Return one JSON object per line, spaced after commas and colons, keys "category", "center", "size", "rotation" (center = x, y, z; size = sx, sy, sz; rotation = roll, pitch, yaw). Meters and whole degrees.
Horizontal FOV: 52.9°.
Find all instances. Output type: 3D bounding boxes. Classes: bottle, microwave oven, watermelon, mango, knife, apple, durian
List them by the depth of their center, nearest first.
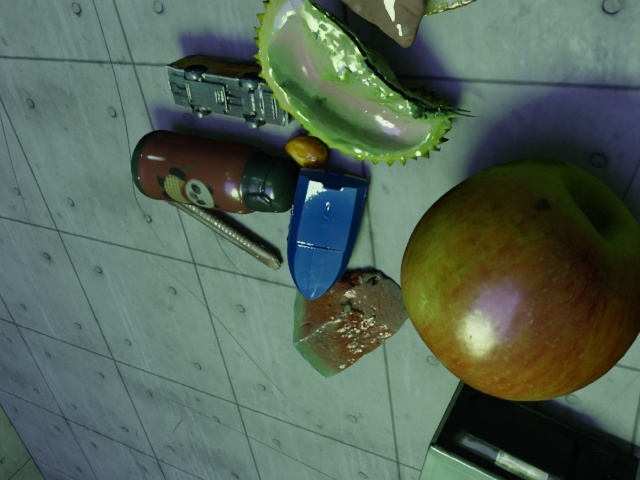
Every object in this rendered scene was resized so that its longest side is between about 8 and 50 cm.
{"category": "apple", "center": [0.290, 0.050, 0.913], "size": [0.340, 0.339, 0.339], "rotation": [19, 132, 23]}
{"category": "durian", "center": [0.042, -0.229, 0.948], "size": [0.352, 0.158, 0.169], "rotation": [35, 170, -24]}
{"category": "mango", "center": [-0.029, -0.161, 1.170], "size": [0.089, 0.046, 0.060], "rotation": [15, 131, 29]}
{"category": "microwave oven", "center": [0.388, 0.467, 1.241], "size": [0.355, 0.218, 0.286], "rotation": [22, 131, 21]}
{"category": "bottle", "center": [-0.197, -0.130, 1.249], "size": [0.336, 0.144, 0.144], "rotation": [11, 128, 26]}
{"category": "watermelon", "center": [0.065, 0.155, 1.317], "size": [0.257, 0.140, 0.193], "rotation": [-23, 116, 36]}
{"category": "knife", "center": [-0.236, -0.041, 1.418], "size": [0.365, 0.043, 0.089], "rotation": [31, 168, 8]}

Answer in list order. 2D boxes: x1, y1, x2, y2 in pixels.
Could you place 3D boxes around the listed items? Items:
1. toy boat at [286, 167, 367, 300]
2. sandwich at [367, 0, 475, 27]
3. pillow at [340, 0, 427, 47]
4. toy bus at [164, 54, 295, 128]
{"category": "toy boat", "center": [0.000, 0.000, 1.222], "size": [0.129, 0.088, 0.295], "rotation": [10, 125, -2]}
{"category": "sandwich", "center": [0.116, -0.409, 0.864], "size": [0.186, 0.065, 0.214], "rotation": [-4, 120, 38]}
{"category": "pillow", "center": [0.062, -0.393, 0.805], "size": [0.223, 0.084, 0.236], "rotation": [32, 135, 12]}
{"category": "toy bus", "center": [-0.149, -0.267, 1.131], "size": [0.268, 0.106, 0.092], "rotation": [15, 130, 28]}
